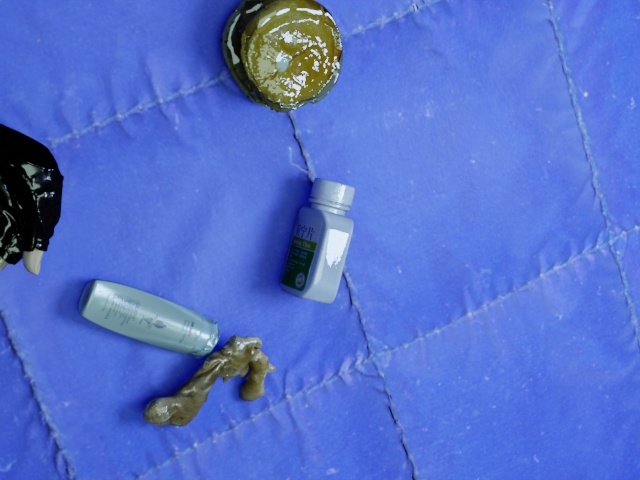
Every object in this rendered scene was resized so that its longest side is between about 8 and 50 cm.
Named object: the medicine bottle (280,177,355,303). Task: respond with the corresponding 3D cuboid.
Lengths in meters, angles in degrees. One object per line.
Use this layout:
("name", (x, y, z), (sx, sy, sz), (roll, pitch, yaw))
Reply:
("medicine bottle", (0.000, 0.000, 1.806), (0.069, 0.119, 0.183), (16, 91, -24))

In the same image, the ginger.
("ginger", (-0.164, 0.213, 1.794), (0.193, 0.052, 0.176), (10, 111, -43))

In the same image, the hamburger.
("hamburger", (-0.054, -0.275, 1.753), (0.185, 0.113, 0.177), (26, 82, -33))

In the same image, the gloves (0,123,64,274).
("gloves", (-0.434, -0.033, 1.617), (0.164, 0.124, 0.203), (34, 110, 4))

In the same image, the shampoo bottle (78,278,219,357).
("shampoo bottle", (-0.252, 0.116, 1.752), (0.212, 0.049, 0.072), (21, 85, -25))
